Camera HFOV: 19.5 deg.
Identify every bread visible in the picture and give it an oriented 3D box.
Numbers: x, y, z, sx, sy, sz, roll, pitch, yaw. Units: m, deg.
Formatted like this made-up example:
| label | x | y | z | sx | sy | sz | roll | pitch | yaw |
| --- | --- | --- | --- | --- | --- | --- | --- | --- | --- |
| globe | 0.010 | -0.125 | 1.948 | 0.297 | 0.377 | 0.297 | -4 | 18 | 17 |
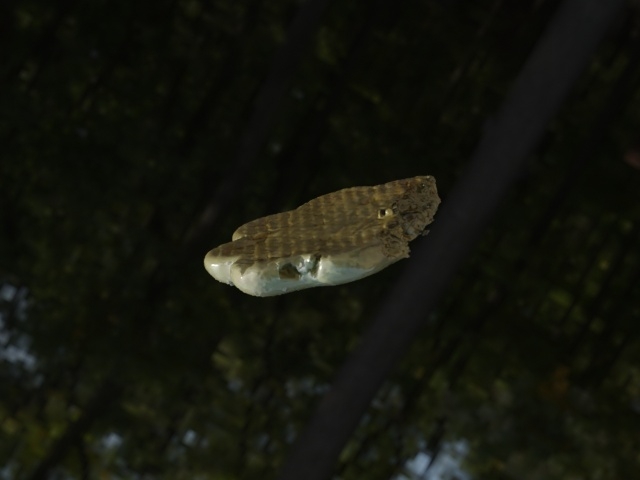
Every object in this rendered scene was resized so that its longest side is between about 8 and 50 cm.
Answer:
| label | x | y | z | sx | sy | sz | roll | pitch | yaw |
| --- | --- | --- | --- | --- | --- | --- | --- | --- | --- |
| bread | 0.000 | 0.000 | 1.585 | 0.182 | 0.039 | 0.251 | -12 | -168 | 19 |
